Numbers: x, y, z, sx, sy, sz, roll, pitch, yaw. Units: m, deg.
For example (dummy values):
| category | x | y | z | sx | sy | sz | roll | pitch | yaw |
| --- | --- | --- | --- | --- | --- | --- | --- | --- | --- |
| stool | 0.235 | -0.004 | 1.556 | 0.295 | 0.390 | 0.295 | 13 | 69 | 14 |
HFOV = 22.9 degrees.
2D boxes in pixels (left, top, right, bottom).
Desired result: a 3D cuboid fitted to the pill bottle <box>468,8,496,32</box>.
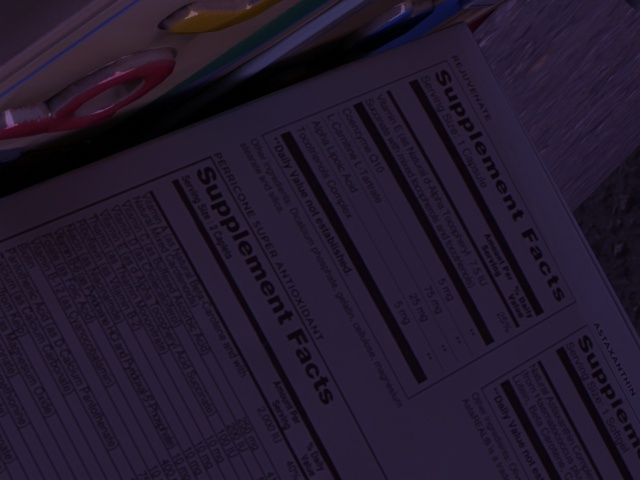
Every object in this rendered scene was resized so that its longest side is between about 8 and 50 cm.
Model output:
| category | x | y | z | sx | sy | sz | roll | pitch | yaw |
| --- | --- | --- | --- | --- | --- | --- | --- | --- | --- |
| pill bottle | 0.043 | -0.130 | 0.801 | 0.152 | 0.086 | 0.086 | -46 | 169 | 4 |

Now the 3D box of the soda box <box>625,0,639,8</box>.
| category | x | y | z | sx | sy | sz | roll | pitch | yaw |
| --- | --- | --- | --- | --- | --- | --- | --- | --- | --- |
| soda box | 0.266 | -0.288 | 1.022 | 0.098 | 0.091 | 0.286 | -36 | 166 | -41 |

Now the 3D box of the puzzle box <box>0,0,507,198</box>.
| category | x | y | z | sx | sy | sz | roll | pitch | yaw |
| --- | --- | --- | --- | --- | --- | --- | --- | --- | --- |
| puzzle box | -0.089 | -0.032 | 0.463 | 0.409 | 0.052 | 0.272 | -30 | 175 | 25 |

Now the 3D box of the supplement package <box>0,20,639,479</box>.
| category | x | y | z | sx | sy | sz | roll | pitch | yaw |
| --- | --- | --- | --- | --- | --- | --- | --- | --- | --- |
| supplement package | -0.052 | 0.093 | 0.473 | 0.263 | 0.198 | 0.199 | -25 | 175 | -36 |
